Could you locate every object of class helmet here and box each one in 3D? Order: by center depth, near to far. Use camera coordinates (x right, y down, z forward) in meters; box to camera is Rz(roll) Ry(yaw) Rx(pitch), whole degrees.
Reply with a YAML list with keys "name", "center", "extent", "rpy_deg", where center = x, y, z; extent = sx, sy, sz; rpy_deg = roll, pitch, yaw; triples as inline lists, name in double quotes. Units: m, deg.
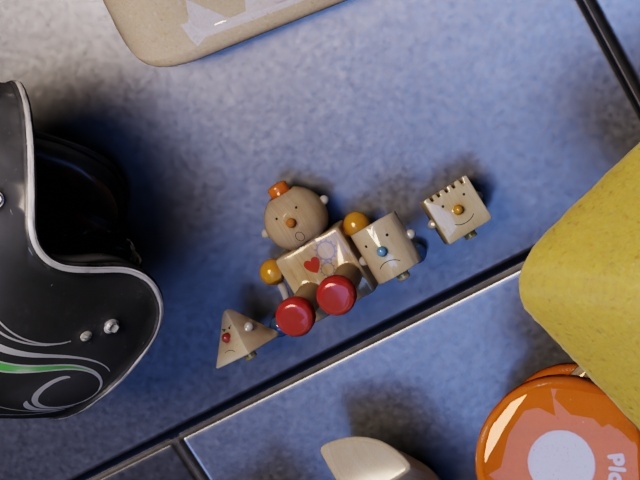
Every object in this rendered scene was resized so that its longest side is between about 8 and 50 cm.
- name: "helmet"
  center: [-0.174, 0.006, 0.696]
  extent: [0.161, 0.169, 0.169]
  rpy_deg: [32, 112, -35]

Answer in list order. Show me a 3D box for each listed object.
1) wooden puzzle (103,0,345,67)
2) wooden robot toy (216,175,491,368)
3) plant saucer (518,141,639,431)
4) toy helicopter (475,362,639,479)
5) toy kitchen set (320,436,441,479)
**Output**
- name: "wooden puzzle"
  center: [-0.003, -0.266, 0.612]
  extent: [0.348, 0.080, 0.322]
  rpy_deg: [-18, 115, 14]
- name: "wooden robot toy"
  center: [0.000, 0.000, 0.733]
  extent: [0.173, 0.076, 0.079]
  rpy_deg: [-30, 91, 15]
- name: "plant saucer"
  center: [0.313, 0.024, 0.574]
  extent: [0.333, 0.081, 0.333]
  rpy_deg: [-44, 99, -2]
- name: "toy helicopter"
  center: [0.265, 0.093, 0.671]
  extent: [0.355, 0.140, 0.235]
  rpy_deg: [-39, 80, 8]
- name: "toy kitchen set"
  center: [0.034, 0.236, 0.763]
  extent: [0.166, 0.122, 0.207]
  rpy_deg: [-35, 62, 8]
